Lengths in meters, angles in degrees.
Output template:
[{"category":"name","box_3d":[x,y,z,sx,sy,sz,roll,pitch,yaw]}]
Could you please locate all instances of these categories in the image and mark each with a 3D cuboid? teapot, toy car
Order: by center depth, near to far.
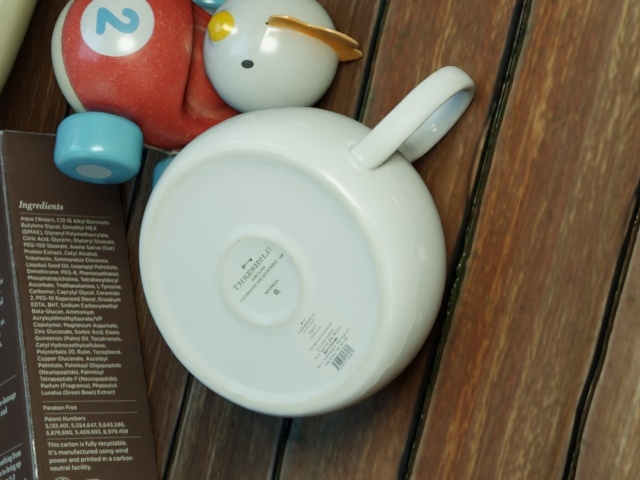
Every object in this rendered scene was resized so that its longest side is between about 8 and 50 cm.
[{"category":"teapot","box_3d":[0.000,0.000,1.478,0.256,0.187,0.252,0,107,29]},{"category":"toy car","box_3d":[-0.078,-0.158,1.595,0.238,0.210,0.219,-13,64,41]}]

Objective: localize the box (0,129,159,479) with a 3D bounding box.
[{"category":"box","box_3d":[-0.278,0.103,1.890,0.191,0.143,0.381,-30,65,50]}]

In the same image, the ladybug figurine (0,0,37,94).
[{"category":"ladybug figurine","box_3d":[-0.389,-0.273,1.981,0.305,0.162,0.449,-2,70,65]}]
